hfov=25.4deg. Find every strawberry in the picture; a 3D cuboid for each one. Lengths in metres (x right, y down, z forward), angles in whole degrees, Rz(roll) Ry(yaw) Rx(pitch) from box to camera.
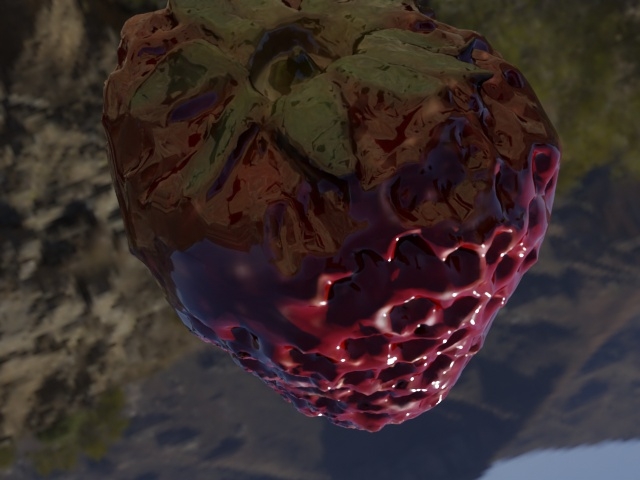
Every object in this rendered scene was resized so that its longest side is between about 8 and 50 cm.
[{"bbox_3d":[0.000,0.000,1.001,0.317,0.345,0.295,13,-141,16],"label":"strawberry"}]
